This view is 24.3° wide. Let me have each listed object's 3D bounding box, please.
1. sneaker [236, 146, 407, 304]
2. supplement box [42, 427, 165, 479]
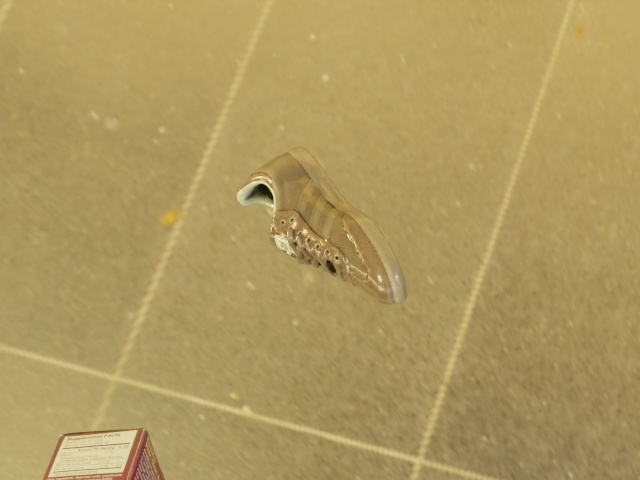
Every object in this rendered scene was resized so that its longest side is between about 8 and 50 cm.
[{"bbox_3d":[0.000,0.000,1.198,0.071,0.066,0.188,-29,46,-11],"label":"sneaker"},{"bbox_3d":[-0.094,0.127,0.620,0.043,0.055,0.083,-5,35,15],"label":"supplement box"}]
